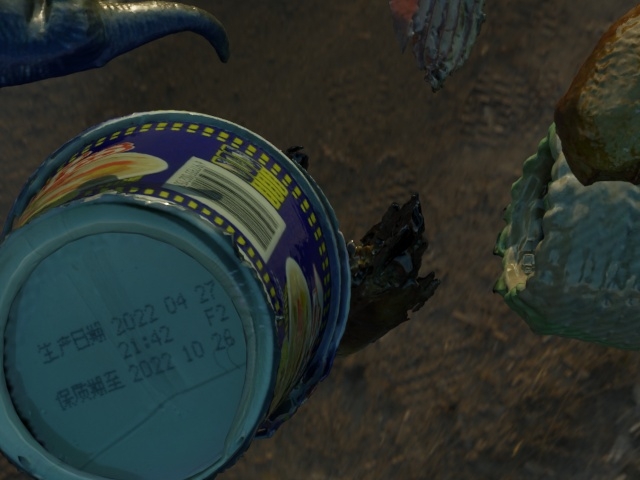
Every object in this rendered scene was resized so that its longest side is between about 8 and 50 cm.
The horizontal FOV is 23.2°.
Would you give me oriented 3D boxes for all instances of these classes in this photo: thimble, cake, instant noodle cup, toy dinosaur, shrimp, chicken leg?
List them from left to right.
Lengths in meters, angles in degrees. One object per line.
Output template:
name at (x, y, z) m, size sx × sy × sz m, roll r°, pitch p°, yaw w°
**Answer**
toy dinosaur at (-0.170, -0.098, 0.943) m, size 0.247 × 0.075 × 0.188 m, roll 14°, pitch 62°, yaw -21°
instant noodle cup at (-0.117, 0.052, 1.080) m, size 0.284 × 0.312 × 0.284 m, roll 0°, pitch 96°, yaw 0°
shrimp at (0.000, 0.000, 1.563) m, size 0.071 × 0.365 × 0.233 m, roll -30°, pitch 83°, yaw -28°
cake at (0.099, -0.278, 1.466) m, size 0.135 × 0.098 × 0.287 m, roll 1°, pitch 73°, yaw 25°
thimble at (0.256, -0.013, 1.424) m, size 0.150 × 0.219 × 0.219 m, roll 13°, pitch 70°, yaw -7°
chicken leg at (0.248, -0.149, 1.097) m, size 0.107 × 0.087 × 0.251 m, roll 24°, pitch 94°, yaw 16°
